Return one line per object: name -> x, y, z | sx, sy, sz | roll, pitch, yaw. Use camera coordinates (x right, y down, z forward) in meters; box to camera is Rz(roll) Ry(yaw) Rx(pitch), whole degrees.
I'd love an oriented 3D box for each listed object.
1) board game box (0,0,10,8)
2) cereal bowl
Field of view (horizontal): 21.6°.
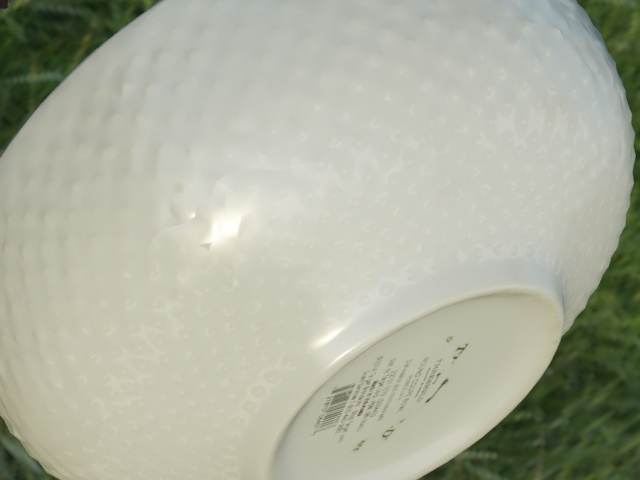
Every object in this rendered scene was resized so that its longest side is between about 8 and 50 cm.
board game box -> -0.247, -0.201, 0.921 | 0.170, 0.048, 0.141 | 6, 56, -4
cereal bowl -> 0.011, 0.024, 0.785 | 0.339, 0.339, 0.141 | 4, 44, -47
